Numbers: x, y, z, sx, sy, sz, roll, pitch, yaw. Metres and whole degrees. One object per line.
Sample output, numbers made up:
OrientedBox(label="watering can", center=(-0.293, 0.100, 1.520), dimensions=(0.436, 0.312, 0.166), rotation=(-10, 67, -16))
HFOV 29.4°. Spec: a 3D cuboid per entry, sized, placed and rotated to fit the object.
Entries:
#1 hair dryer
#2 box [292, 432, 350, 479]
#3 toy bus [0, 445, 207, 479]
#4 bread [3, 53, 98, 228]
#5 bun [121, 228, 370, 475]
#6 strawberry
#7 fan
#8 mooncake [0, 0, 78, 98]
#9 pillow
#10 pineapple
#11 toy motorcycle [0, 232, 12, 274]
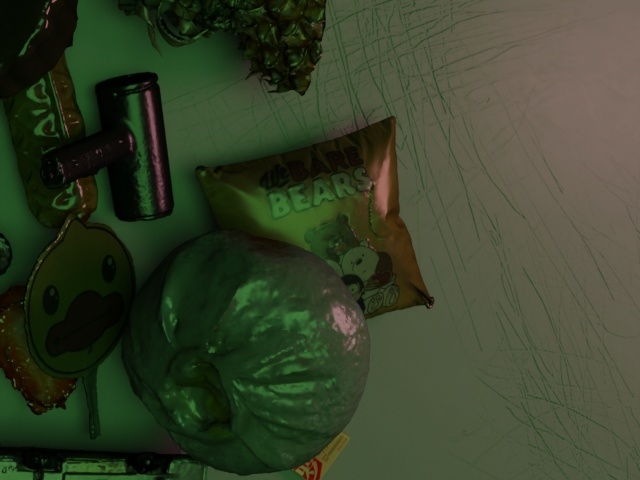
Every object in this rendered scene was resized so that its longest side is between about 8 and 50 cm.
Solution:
OrientedBox(label="hair dryer", center=(-0.289, -0.110, 1.612), dimensions=(0.251, 0.089, 0.197), rotation=(-30, 117, -61))
OrientedBox(label="box", center=(-0.003, 0.327, 1.884), dimensions=(0.058, 0.015, 0.093), rotation=(39, 82, -20))
OrientedBox(label="toy bus", center=(-0.324, 0.338, 1.698), dimensions=(0.317, 0.138, 0.112), rotation=(8, 89, -21))
OrientedBox(label="bread", center=(-0.366, -0.143, 1.637), dimensions=(0.087, 0.098, 0.269), rotation=(-6, 103, 22))
OrientedBox(label="bun", center=(-0.111, 0.157, 1.636), dimensions=(0.211, 0.362, 0.362), rotation=(-26, 111, -59))
OrientedBox(label="strawberry", center=(-0.399, 0.145, 1.673), dimensions=(0.121, 0.082, 0.188), rotation=(-18, 118, -19))
OrientedBox(label="fan", center=(-0.321, 0.120, 1.666), dimensions=(0.229, 0.011, 0.335), rotation=(-34, 127, -54))
OrientedBox(label="mooncake", center=(-0.410, -0.286, 1.519), dimensions=(0.228, 0.124, 0.228), rotation=(-3, 75, 11))
OrientedBox(label="pillow", center=(0.000, 0.000, 1.783), dimensions=(0.310, 0.119, 0.312), rotation=(-17, 105, -13))
OrientedBox(label="pineapple", center=(-0.142, -0.328, 1.646), dimensions=(0.272, 0.262, 0.262), rotation=(4, 96, -11))
OrientedBox(label="toy motorcycle", center=(-0.525, 0.034, 1.593), dimensions=(0.229, 0.094, 0.130), rotation=(-29, 108, -7))
